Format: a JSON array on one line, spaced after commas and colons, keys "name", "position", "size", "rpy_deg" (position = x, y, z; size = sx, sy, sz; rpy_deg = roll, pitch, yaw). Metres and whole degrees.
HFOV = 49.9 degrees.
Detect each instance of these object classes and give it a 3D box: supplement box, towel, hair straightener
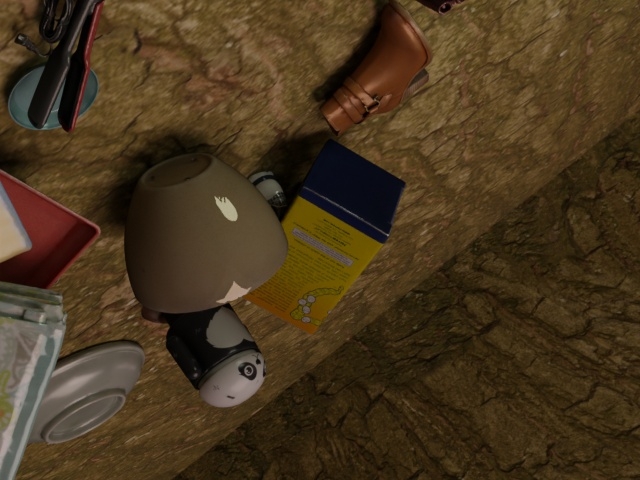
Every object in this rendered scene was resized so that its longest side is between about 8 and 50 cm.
[{"name": "supplement box", "position": [0.000, 0.000, 1.465], "size": [0.356, 0.195, 0.194], "rpy_deg": [-55, -173, 41]}, {"name": "towel", "position": [-0.541, 0.211, 0.906], "size": [0.321, 0.090, 0.374], "rpy_deg": [18, 98, -29]}, {"name": "hair straightener", "position": [-0.304, -0.230, 0.802], "size": [0.089, 0.047, 0.230], "rpy_deg": [-4, 135, -48]}]

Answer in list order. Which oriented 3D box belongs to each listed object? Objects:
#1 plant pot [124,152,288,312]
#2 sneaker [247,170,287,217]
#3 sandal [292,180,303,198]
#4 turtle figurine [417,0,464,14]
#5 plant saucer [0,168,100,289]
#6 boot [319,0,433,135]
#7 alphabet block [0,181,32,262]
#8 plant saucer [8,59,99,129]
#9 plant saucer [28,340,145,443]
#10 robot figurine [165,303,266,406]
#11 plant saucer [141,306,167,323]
[{"name": "plant pot", "position": [-0.216, -0.038, 1.174], "size": [0.284, 0.284, 0.190], "rpy_deg": [-28, 122, -22]}, {"name": "sneaker", "position": [-0.149, -0.041, 1.465], "size": [0.090, 0.094, 0.235], "rpy_deg": [-20, 156, -42]}, {"name": "sandal", "position": [-0.034, -0.053, 1.637], "size": [0.079, 0.088, 0.240], "rpy_deg": [-17, 148, -32]}, {"name": "turtle figurine", "position": [0.111, -0.444, 0.967], "size": [0.266, 0.275, 0.197], "rpy_deg": [-42, 150, -56]}, {"name": "plant saucer", "position": [-0.479, -0.002, 0.920], "size": [0.258, 0.047, 0.259], "rpy_deg": [-44, 129, 13]}, {"name": "boot", "position": [0.086, -0.307, 1.266], "size": [0.220, 0.109, 0.283], "rpy_deg": [-32, 168, 1]}, {"name": "alphabet block", "position": [-0.446, -0.059, 0.703], "size": [0.197, 0.193, 0.192], "rpy_deg": [-28, 132, -22]}, {"name": "plant saucer", "position": [-0.348, -0.193, 0.892], "size": [0.119, 0.021, 0.119], "rpy_deg": [-31, 160, -13]}, {"name": "plant saucer", "position": [-0.607, 0.407, 1.721], "size": [0.401, 0.100, 0.400], "rpy_deg": [-31, 160, -13]}, {"name": "robot figurine", "position": [-0.241, 0.245, 1.578], "size": [0.209, 0.278, 0.173], "rpy_deg": [-27, 158, -23]}, {"name": "plant saucer", "position": [-0.336, 0.145, 1.666], "size": [0.199, 0.036, 0.198], "rpy_deg": [-31, 159, -13]}]
